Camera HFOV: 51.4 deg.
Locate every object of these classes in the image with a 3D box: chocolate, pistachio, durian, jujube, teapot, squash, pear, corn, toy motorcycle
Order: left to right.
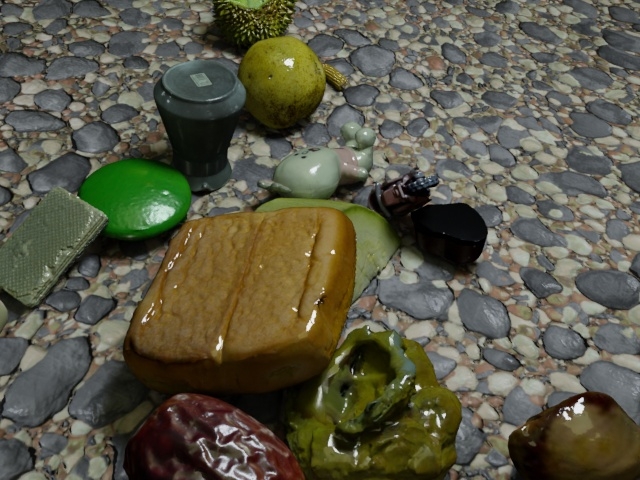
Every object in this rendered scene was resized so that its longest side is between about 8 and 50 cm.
[{"bbox_3d":[-0.242,-0.230,1.308,0.171,0.225,0.203,-12,49,-21],"label":"teapot"},{"bbox_3d":[-0.131,0.310,0.854,0.243,0.183,0.183,39,53,11],"label":"jujube"},{"bbox_3d":[-0.168,-0.585,1.680,0.200,0.176,0.237,32,56,8],"label":"durian"},{"bbox_3d":[-0.083,-0.342,1.463,0.198,0.197,0.197,4,47,-4],"label":"pear"},{"bbox_3d":[0.000,0.000,1.229,0.155,0.204,0.237,-6,29,43],"label":"squash"},{"bbox_3d":[0.032,-0.404,1.634,0.037,0.037,0.092,-27,56,-28],"label":"corn"},{"bbox_3d":[0.156,-0.089,1.280,0.118,0.212,0.084,-19,90,-3],"label":"toy motorcycle"},{"bbox_3d":[0.245,-0.014,1.277,0.149,0.080,0.125,15,38,17],"label":"chocolate"},{"bbox_3d":[0.377,0.302,0.977,0.210,0.130,0.165,3,87,-6],"label":"pistachio"}]

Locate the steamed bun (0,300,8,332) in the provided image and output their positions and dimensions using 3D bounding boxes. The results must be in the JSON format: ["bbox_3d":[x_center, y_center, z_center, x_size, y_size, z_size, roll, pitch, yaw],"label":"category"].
[{"bbox_3d":[-0.616,0.115,0.982,0.250,0.154,0.200,17,47,11],"label":"steamed bun"}]

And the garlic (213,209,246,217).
[{"bbox_3d":[-0.171,-0.035,1.262,0.083,0.041,0.053,-26,15,-34],"label":"garlic"}]

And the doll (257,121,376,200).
[{"bbox_3d":[0.006,-0.138,1.338,0.275,0.113,0.155,-33,37,-27],"label":"doll"}]

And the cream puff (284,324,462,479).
[{"bbox_3d":[0.076,0.240,0.946,0.282,0.185,0.281,5,49,-6],"label":"cream puff"}]

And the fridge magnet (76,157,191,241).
[{"bbox_3d":[-0.346,-0.076,1.241,0.208,0.088,0.208,4,48,-4],"label":"fridge magnet"}]

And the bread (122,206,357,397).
[{"bbox_3d":[-0.102,0.096,1.023,0.328,0.148,0.337,-6,42,16],"label":"bread"}]

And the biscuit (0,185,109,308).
[{"bbox_3d":[-0.471,0.007,1.136,0.121,0.040,0.199,29,72,19],"label":"biscuit"}]
